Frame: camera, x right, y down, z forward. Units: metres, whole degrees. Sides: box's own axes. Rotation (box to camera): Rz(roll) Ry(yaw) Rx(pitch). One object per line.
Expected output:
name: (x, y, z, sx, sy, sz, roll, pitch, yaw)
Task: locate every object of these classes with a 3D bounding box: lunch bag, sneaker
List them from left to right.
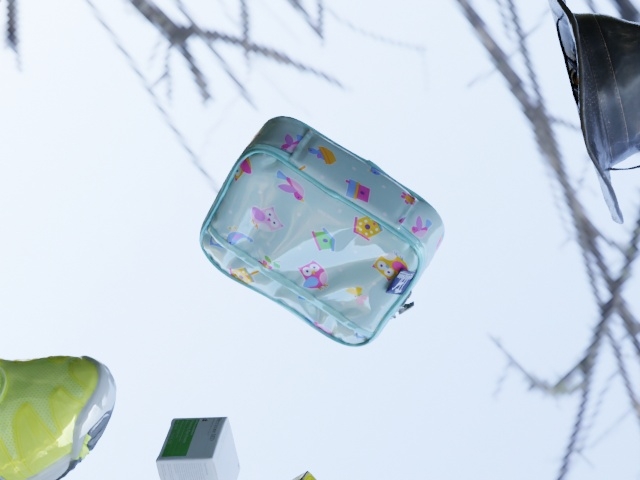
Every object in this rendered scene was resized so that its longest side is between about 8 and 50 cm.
sneaker: (-0.380, 0.166, 1.546, 0.384, 0.147, 0.145, -11, -135, 7)
lunch bag: (0.000, 0.000, 2.066, 0.224, 0.279, 0.108, -57, 179, 37)

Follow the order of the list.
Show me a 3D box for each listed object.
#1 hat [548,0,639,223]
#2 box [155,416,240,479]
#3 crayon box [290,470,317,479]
hat: (0.348, -0.178, 1.881, 0.134, 0.331, 0.331, -14, -147, 10)
box: (-0.171, 0.316, 2.347, 0.087, 0.102, 0.101, -3, -150, 13)
crayon box: (0.020, 0.459, 1.975, 0.081, 0.318, 0.202, -37, -174, 45)
